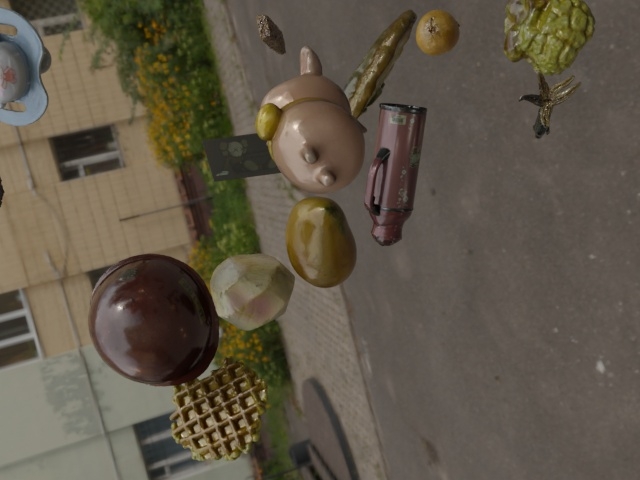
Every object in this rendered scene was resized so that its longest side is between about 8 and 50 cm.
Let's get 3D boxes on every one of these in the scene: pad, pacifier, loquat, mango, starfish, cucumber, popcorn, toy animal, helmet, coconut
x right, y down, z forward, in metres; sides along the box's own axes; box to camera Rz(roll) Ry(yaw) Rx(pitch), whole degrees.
[{"bbox_3d":[-0.148,-0.181,1.483,0.127,0.190,0.004,82,180,-52],"label":"pad"},{"bbox_3d":[-0.763,-0.437,1.721,0.226,0.238,0.287,-58,-26,-63],"label":"pacifier"},{"bbox_3d":[0.362,-0.644,2.138,0.141,0.141,0.141,165,90,-77],"label":"loquat"},{"bbox_3d":[0.000,0.000,1.963,0.211,0.173,0.317,26,143,26],"label":"mango"},{"bbox_3d":[0.471,-0.287,1.444,0.041,0.132,0.131,-119,32,-81],"label":"starfish"},{"bbox_3d":[0.600,-0.312,1.887,0.163,0.038,0.043,71,-150,-68],"label":"cucumber"},{"bbox_3d":[0.597,-0.573,1.857,0.251,0.237,0.206,35,161,11],"label":"popcorn"},{"bbox_3d":[-0.014,-0.156,1.001,0.248,0.149,0.165,-92,-19,-54],"label":"toy animal"},{"bbox_3d":[-0.445,0.235,1.787,0.230,0.337,0.385,-108,-7,-83],"label":"helmet"},{"bbox_3d":[-0.201,0.157,2.118,0.259,0.259,0.260,165,90,-77],"label":"coconut"}]

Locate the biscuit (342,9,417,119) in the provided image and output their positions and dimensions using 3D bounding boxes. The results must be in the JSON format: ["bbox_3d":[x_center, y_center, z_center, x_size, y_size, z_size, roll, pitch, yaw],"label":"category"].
[{"bbox_3d":[0.139,-0.426,1.751,0.078,0.329,0.335,33,-179,1],"label":"biscuit"}]

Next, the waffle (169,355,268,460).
[{"bbox_3d":[-0.281,0.459,1.901,0.058,0.300,0.282,43,-136,-64],"label":"waffle"}]

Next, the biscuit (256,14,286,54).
[{"bbox_3d":[-0.124,-0.521,1.755,0.199,0.034,0.064,-20,-83,-81],"label":"biscuit"}]

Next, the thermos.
[{"bbox_3d":[0.169,-0.144,1.597,0.136,0.109,0.331,-48,-34,-72],"label":"thermos"}]

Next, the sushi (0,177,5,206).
[{"bbox_3d":[-0.781,-0.134,1.584,0.078,0.090,0.151,123,131,-66],"label":"sushi"}]
